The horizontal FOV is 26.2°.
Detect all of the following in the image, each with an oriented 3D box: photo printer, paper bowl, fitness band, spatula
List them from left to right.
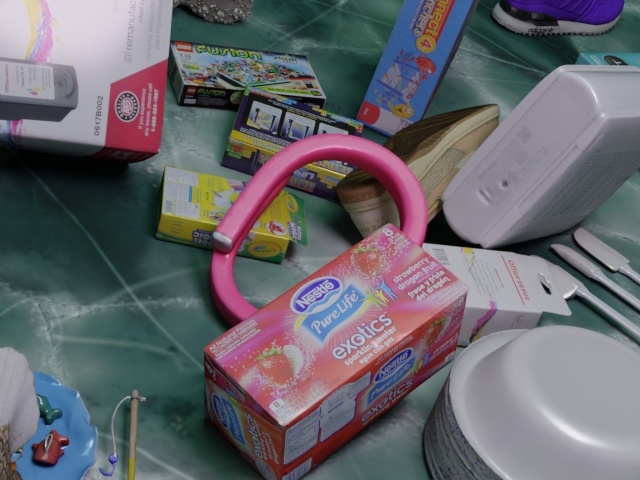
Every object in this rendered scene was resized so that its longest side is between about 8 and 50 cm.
[{"bbox_3d":[0.000,0.000,1.565,0.209,0.054,0.291,29,59,10],"label":"fitness band"},{"bbox_3d":[0.318,-0.111,1.756,0.107,0.256,0.307,51,30,19],"label":"photo printer"},{"bbox_3d":[0.262,0.200,1.438,0.284,0.148,0.284,12,37,-10],"label":"paper bowl"},{"bbox_3d":[0.392,0.074,1.786,0.242,0.019,0.168,39,34,23],"label":"spatula"}]

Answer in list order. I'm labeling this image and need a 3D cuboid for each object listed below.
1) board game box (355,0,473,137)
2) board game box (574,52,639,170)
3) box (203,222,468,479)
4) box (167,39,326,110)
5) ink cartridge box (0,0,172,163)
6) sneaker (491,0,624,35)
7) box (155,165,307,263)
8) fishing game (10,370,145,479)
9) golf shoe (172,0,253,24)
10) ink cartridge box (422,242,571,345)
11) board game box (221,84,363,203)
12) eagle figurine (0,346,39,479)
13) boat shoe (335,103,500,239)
[{"bbox_3d":[0.175,-0.338,1.971,0.086,0.308,0.302,25,36,3],"label":"board game box"},{"bbox_3d":[0.596,-0.201,2.196,0.336,0.079,0.254,-5,42,-32],"label":"board game box"},{"bbox_3d":[0.015,0.114,1.384,0.257,0.128,0.122,-34,60,-27],"label":"box"},{"bbox_3d":[-0.106,-0.224,1.912,0.207,0.036,0.114,3,39,-23],"label":"box"},{"bbox_3d":[-0.338,-0.220,1.601,0.306,0.226,0.131,6,-3,-27],"label":"ink cartridge box"},{"bbox_3d":[0.438,-0.439,2.375,0.293,0.146,0.102,-12,47,-37],"label":"sneaker"},{"bbox_3d":[-0.105,-0.030,1.651,0.179,0.043,0.105,10,36,-10],"label":"box"},{"bbox_3d":[-0.298,0.175,1.283,0.264,0.041,0.189,11,37,-9],"label":"fishing game"},{"bbox_3d":[-0.187,-0.375,2.051,0.176,0.069,0.086,9,31,-17],"label":"golf shoe"},{"bbox_3d":[0.186,0.068,1.644,0.198,0.067,0.115,6,38,-18],"label":"ink cartridge box"},{"bbox_3d":[-0.034,-0.127,1.811,0.170,0.048,0.141,18,37,-4],"label":"board game box"},{"bbox_3d":[-0.279,0.245,1.073,0.226,0.225,0.298,-9,36,-41],"label":"eagle figurine"},{"bbox_3d":[0.139,-0.084,1.798,0.121,0.110,0.341,-9,19,41],"label":"boat shoe"}]
